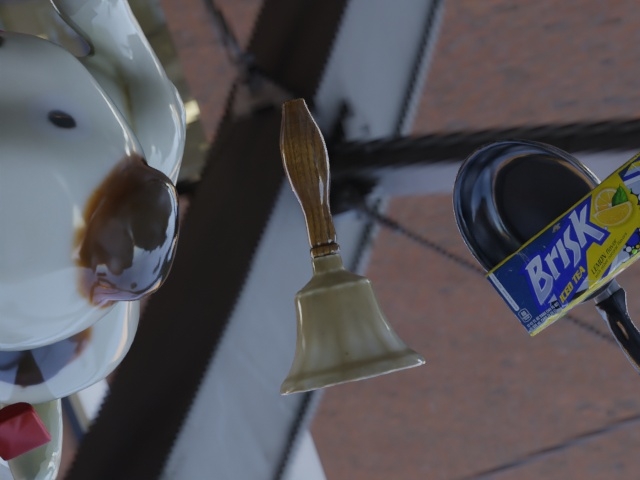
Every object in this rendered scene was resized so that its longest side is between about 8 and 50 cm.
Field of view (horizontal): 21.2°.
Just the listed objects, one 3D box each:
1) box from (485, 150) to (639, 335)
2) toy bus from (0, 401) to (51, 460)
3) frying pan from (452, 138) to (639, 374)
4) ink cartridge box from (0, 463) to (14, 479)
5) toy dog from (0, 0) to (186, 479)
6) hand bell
[{"bbox_3d":[0.201,-0.005,1.215,0.169,0.059,0.054,-41,172,27],"label":"box"},{"bbox_3d":[-0.257,0.211,1.142,0.202,0.191,0.104,2,-153,-10],"label":"toy bus"},{"bbox_3d":[0.278,0.013,1.750,0.326,0.197,0.053,34,-133,15],"label":"frying pan"},{"bbox_3d":[-0.327,0.271,1.633,0.092,0.143,0.090,-46,-151,18],"label":"ink cartridge box"},{"bbox_3d":[-0.240,-0.019,1.241,0.285,0.395,0.408,8,172,-8],"label":"toy dog"},{"bbox_3d":[0.000,0.000,1.442,0.126,0.242,0.126,-13,177,-1],"label":"hand bell"}]
